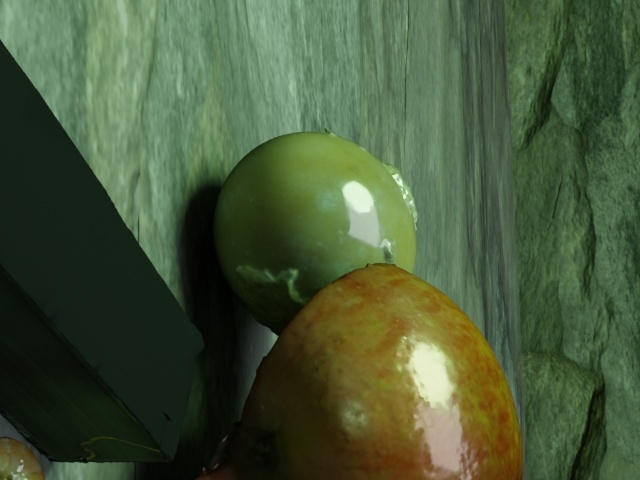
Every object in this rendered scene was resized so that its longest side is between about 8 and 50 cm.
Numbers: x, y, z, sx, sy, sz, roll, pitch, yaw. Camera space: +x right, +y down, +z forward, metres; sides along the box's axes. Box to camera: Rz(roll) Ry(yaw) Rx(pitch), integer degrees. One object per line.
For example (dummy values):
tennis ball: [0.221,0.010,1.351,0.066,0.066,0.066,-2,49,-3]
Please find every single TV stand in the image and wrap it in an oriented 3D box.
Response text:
TV stand: [-0.148,0.013,0.533,0.269,0.082,0.088,65,26,-50]

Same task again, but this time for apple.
apple: [0.042,0.177,0.752,0.251,0.163,0.293,14,102,-64]

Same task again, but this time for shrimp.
shrimp: [-0.165,0.157,0.546,0.083,0.023,0.114,21,61,-67]

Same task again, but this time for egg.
egg: [-0.003,0.002,0.855,0.201,0.164,0.164,58,33,-60]
